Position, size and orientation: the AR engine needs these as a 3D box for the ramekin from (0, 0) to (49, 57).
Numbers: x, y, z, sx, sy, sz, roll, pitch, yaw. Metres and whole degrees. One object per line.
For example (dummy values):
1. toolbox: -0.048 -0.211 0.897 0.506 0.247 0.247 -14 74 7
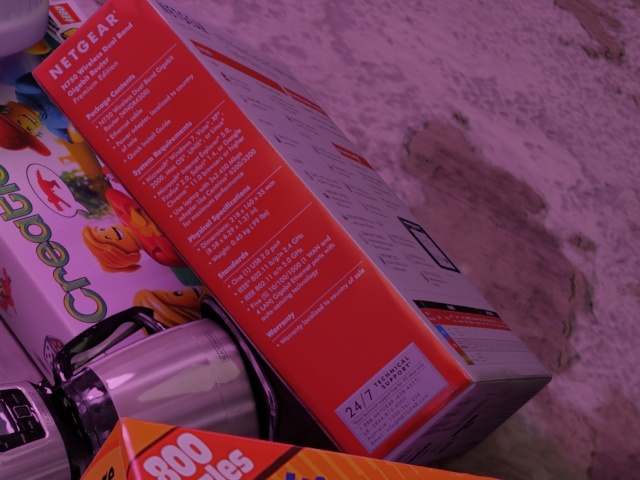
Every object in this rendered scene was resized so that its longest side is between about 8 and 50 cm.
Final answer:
1. ramekin: -0.279 -0.196 1.220 0.207 0.109 0.207 6 21 -2

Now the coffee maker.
1. coffee maker: -0.120 0.136 1.039 0.178 0.171 0.120 -18 26 -23

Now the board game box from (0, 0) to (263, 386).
1. board game box: -0.164 -0.030 1.245 0.193 0.053 0.305 -19 62 -46

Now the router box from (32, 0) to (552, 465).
1. router box: 0.000 0.000 1.167 0.301 0.082 0.335 50 9 13

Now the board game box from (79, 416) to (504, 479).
1. board game box: 0.030 0.339 0.750 0.356 0.356 0.356 13 43 -27
